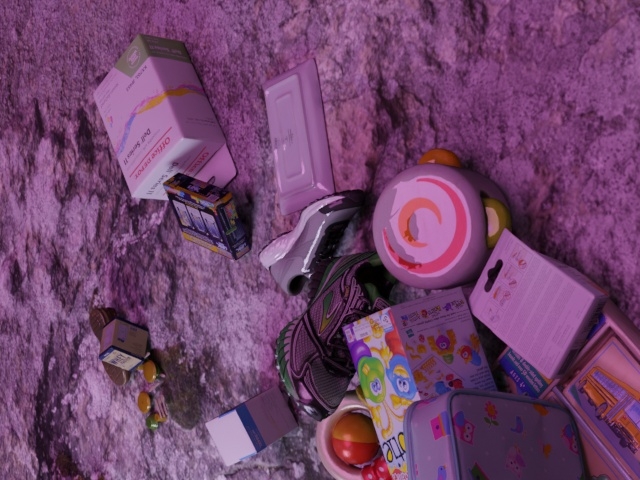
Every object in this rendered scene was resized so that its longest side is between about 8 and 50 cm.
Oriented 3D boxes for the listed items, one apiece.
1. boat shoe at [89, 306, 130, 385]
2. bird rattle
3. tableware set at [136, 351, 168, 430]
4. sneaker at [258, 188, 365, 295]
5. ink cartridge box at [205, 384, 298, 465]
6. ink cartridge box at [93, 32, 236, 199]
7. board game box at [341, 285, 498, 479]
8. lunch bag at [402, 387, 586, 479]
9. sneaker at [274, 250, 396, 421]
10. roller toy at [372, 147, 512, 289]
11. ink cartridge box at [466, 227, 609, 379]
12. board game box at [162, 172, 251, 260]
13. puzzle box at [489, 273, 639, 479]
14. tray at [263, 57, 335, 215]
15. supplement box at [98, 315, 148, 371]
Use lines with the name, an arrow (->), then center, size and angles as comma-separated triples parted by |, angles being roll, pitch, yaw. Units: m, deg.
boat shoe -> -0.451, 0.230, 2.313 | 0.064, 0.060, 0.178 | -21, 86, 39
bird rattle -> 0.091, 0.334, 1.712 | 0.207, 0.143, 0.253 | 6, 103, 30
tableware set -> -0.362, 0.323, 2.246 | 0.104, 0.024, 0.154 | -41, 61, 39
sneaker -> 0.000, 0.000, 1.856 | 0.271, 0.100, 0.108 | -45, 67, 41
ink cartridge box -> -0.119, 0.335, 1.925 | 0.092, 0.143, 0.090 | -31, 84, 40
ink cartridge box -> -0.325, -0.225, 2.167 | 0.207, 0.119, 0.353 | -44, 59, 34
board game box -> 0.163, 0.228, 1.555 | 0.142, 0.144, 0.275 | -31, 75, 56
lunch bag -> 0.237, 0.308, 1.393 | 0.108, 0.279, 0.224 | -31, 56, 40
sneaker -> 0.034, 0.136, 1.685 | 0.146, 0.134, 0.343 | -22, 34, 37
roller toy -> 0.189, -0.021, 1.620 | 0.209, 0.146, 0.191 | 44, 112, 27
ink cartridge box -> 0.305, 0.089, 1.495 | 0.179, 0.045, 0.145 | 44, 121, 40
board game box -> -0.222, -0.048, 2.056 | 0.170, 0.048, 0.141 | 22, 141, 43
puzzle box -> 0.404, 0.280, 1.456 | 0.272, 0.052, 0.409 | -56, 52, 27
tray -> -0.050, -0.193, 1.953 | 0.145, 0.030, 0.270 | -19, 74, 44
supplement box -> -0.421, 0.221, 2.248 | 0.056, 0.083, 0.083 | -37, 38, 38
